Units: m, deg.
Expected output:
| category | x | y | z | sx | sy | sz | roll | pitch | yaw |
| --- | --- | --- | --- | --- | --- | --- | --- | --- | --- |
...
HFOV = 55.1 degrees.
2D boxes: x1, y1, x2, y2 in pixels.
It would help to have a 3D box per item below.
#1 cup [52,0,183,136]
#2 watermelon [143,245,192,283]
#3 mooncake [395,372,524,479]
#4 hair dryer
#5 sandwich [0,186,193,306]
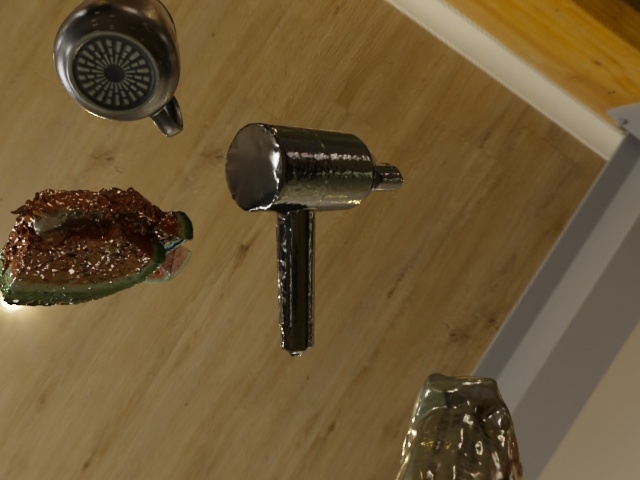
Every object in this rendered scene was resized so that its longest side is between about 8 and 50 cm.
| category | x | y | z | sx | sy | sz | roll | pitch | yaw |
| --- | --- | --- | --- | --- | --- | --- | --- | --- | --- |
| cup | -0.277 | -0.259 | 0.906 | 0.169 | 0.177 | 0.223 | -26 | -51 | 9 |
| watermelon | -0.232 | 0.017 | 0.895 | 0.084 | 0.092 | 0.072 | 14 | -52 | -1 |
| mooncake | 0.071 | 0.156 | 0.339 | 0.073 | 0.125 | 0.130 | 15 | -46 | 12 |
| hair dryer | 0.000 | 0.000 | 0.837 | 0.244 | 0.116 | 0.303 | -3 | -84 | -45 |
| sandwich | -0.269 | 0.011 | 0.737 | 0.234 | 0.159 | 0.079 | -6 | -121 | -23 |
